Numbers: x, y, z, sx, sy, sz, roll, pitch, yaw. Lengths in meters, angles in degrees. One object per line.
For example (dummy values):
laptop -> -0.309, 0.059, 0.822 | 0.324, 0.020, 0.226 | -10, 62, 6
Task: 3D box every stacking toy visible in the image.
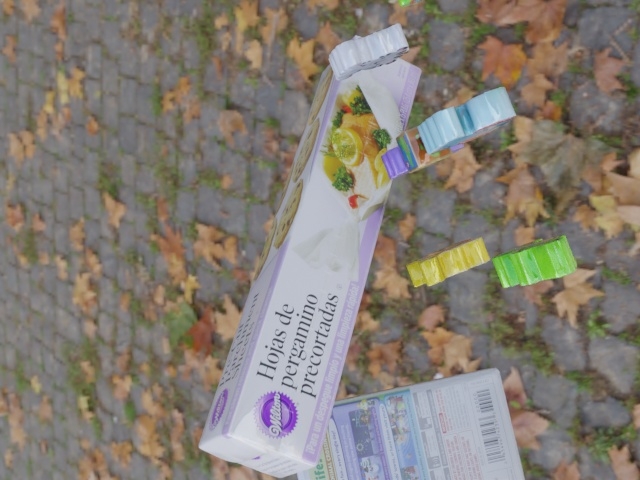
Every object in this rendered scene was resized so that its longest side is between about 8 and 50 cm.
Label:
stacking toy -> 0.074, -0.059, 0.509 | 0.221, 0.052, 0.167 | 162, 87, -80

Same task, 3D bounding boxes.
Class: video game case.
video game case -> 0.084, 0.233, 0.771 | 0.023, 0.193, 0.213 | 117, 142, -79

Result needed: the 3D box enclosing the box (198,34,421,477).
box -> 0.000, 0.000, 0.634 | 0.067, 0.063, 0.324 | -41, 29, 59
